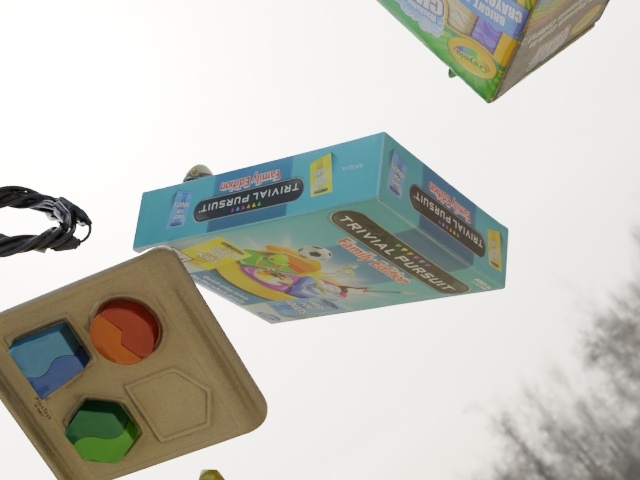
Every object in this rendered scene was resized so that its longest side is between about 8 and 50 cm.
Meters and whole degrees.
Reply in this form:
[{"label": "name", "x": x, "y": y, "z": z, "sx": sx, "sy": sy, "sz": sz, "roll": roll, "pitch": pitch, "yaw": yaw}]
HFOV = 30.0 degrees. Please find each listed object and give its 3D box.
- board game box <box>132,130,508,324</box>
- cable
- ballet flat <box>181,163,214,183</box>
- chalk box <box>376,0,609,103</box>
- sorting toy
[{"label": "board game box", "x": 0.000, "y": 0.000, "z": 1.335, "sx": 0.336, "sy": 0.079, "sz": 0.253, "roll": -11, "pitch": -29, "yaw": 36}, {"label": "cable", "x": -0.373, "y": -0.019, "z": 1.454, "sx": 0.150, "sy": 0.184, "sz": 0.047, "roll": -23, "pitch": -56, "yaw": -33}, {"label": "ballet flat", "x": -0.175, "y": -0.044, "z": 1.599, "sx": 0.057, "sy": 0.173, "sz": 0.049, "roll": -8, "pitch": -46, "yaw": 19}, {"label": "chalk box", "x": 0.129, "y": -0.200, "z": 0.835, "sx": 0.132, "sy": 0.132, "sz": 0.213, "roll": -37, "pitch": -17, "yaw": -27}, {"label": "sorting toy", "x": -0.173, "y": 0.172, "z": 1.156, "sx": 0.229, "sy": 0.307, "sz": 0.041, "roll": -23, "pitch": 22, "yaw": 14}]
